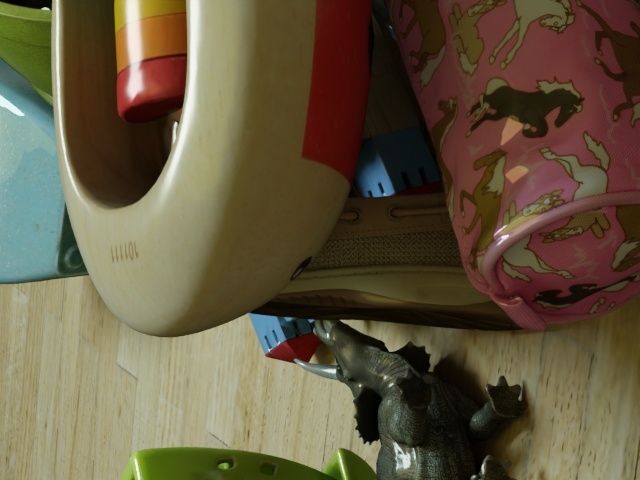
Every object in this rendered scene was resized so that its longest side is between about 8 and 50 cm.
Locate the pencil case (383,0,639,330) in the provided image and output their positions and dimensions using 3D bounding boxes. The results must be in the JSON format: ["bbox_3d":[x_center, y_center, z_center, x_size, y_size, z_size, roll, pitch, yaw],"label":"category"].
[{"bbox_3d":[0.132,-0.133,1.289,0.167,0.160,0.386,-55,44,46],"label":"pencil case"}]

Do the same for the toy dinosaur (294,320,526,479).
[{"bbox_3d":[0.085,0.187,1.453,0.160,0.121,0.313,127,132,-66],"label":"toy dinosaur"}]

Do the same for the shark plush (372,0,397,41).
[{"bbox_3d":[0.089,-0.130,1.464,0.073,0.067,0.161,-53,44,48],"label":"shark plush"}]

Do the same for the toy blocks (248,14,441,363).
[{"bbox_3d":[-0.027,-0.044,1.597,0.381,0.191,0.261,-38,71,56],"label":"toy blocks"}]

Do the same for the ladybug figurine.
[{"bbox_3d":[-0.070,-0.156,1.320,0.305,0.162,0.449,-10,79,57],"label":"ladybug figurine"}]

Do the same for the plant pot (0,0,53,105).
[{"bbox_3d":[-0.186,-0.271,1.673,0.353,0.366,0.366,85,174,-68],"label":"plant pot"}]

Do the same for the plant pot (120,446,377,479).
[{"bbox_3d":[-0.048,0.299,1.541,0.227,0.207,0.228,115,146,-58],"label":"plant pot"}]

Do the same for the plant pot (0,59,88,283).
[{"bbox_3d":[-0.281,-0.073,2.006,0.252,0.247,0.247,25,112,41],"label":"plant pot"}]

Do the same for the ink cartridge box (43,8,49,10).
[{"bbox_3d":[-0.242,-0.246,2.048,0.198,0.115,0.067,48,131,54],"label":"ink cartridge box"}]

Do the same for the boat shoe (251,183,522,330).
[{"bbox_3d":[0.000,0.000,1.434,0.121,0.341,0.110,36,-120,-73],"label":"boat shoe"}]
